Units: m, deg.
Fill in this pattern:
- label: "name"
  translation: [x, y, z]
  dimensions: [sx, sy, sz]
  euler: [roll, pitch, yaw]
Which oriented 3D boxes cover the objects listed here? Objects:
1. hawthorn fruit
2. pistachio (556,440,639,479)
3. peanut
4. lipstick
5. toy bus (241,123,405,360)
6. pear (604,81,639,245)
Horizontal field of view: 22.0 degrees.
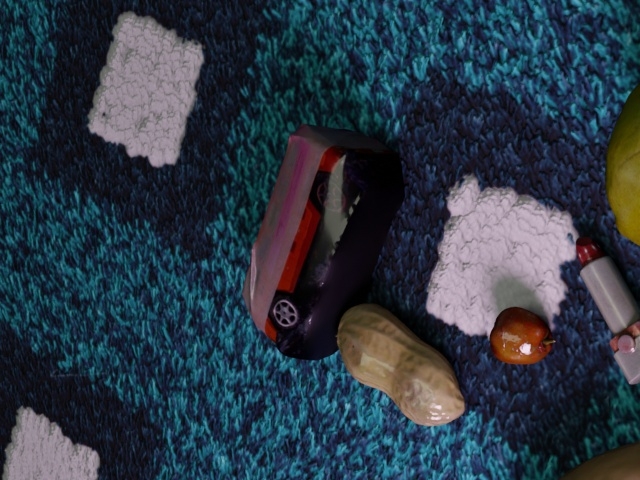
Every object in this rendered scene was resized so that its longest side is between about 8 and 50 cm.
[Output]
- label: "hawthorn fruit"
  translation: [0.244, 0.118, 2.001]
  dimensions: [0.077, 0.077, 0.077]
  euler: [3, 95, 40]
- label: "pistachio"
  translation: [0.332, 0.334, 1.884]
  dimensions: [0.293, 0.162, 0.181]
  euler: [-41, 37, 36]
- label: "peanut"
  translation: [0.100, 0.160, 2.104]
  dimensions: [0.214, 0.099, 0.090]
  euler: [37, 116, 30]
- label: "lipstick"
  translation: [0.344, 0.073, 1.923]
  dimensions: [0.063, 0.057, 0.186]
  euler: [-42, 64, 34]
- label: "toy bus"
  translation: [0.000, 0.000, 2.161]
  dimensions: [0.147, 0.127, 0.302]
  euler: [38, 117, 37]
- label: "pear"
  translation: [0.418, -0.099, 1.749]
  dimensions: [0.269, 0.212, 0.212]
  euler: [-44, 66, 28]
